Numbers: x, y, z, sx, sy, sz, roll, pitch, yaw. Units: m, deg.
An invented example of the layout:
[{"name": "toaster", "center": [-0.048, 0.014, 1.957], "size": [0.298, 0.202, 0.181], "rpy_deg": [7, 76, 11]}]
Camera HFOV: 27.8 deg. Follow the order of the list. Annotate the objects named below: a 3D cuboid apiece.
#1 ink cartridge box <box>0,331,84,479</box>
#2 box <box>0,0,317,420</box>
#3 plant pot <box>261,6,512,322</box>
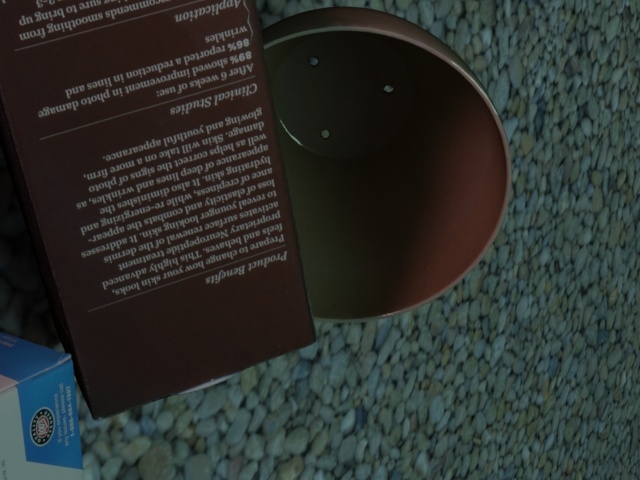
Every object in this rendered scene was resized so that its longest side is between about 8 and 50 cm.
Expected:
[{"name": "ink cartridge box", "center": [-0.297, 0.173, 0.851], "size": [0.233, 0.168, 0.171], "rpy_deg": [-24, 120, -49]}, {"name": "box", "center": [-0.136, -0.074, 0.964], "size": [0.191, 0.143, 0.381], "rpy_deg": [-18, 120, -16]}, {"name": "plant pot", "center": [0.021, -0.094, 1.170], "size": [0.191, 0.284, 0.284], "rpy_deg": [-88, 171, -60]}]
